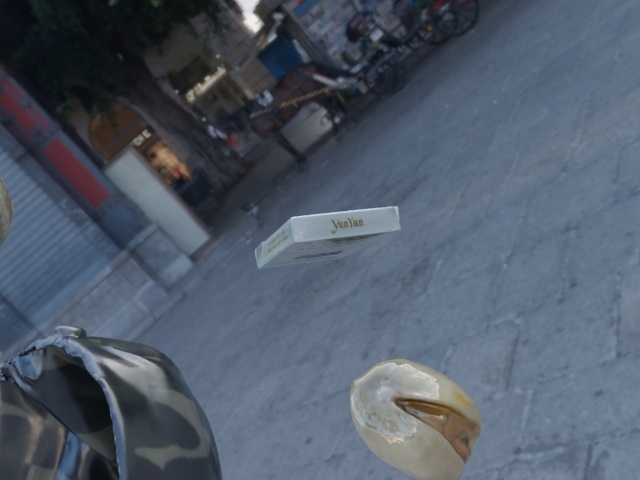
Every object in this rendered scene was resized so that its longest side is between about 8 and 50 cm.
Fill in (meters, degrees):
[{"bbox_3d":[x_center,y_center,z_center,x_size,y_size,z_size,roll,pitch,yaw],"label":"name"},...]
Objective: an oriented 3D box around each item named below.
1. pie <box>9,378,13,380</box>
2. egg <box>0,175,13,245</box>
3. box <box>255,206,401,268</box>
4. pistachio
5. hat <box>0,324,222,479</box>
[{"bbox_3d":[-0.716,0.334,1.601,0.154,0.036,0.154,-47,-1,-1],"label":"pie"},{"bbox_3d":[-0.653,-0.060,1.305,0.204,0.245,0.203,-6,55,9],"label":"egg"},{"bbox_3d":[0.000,0.000,0.658,0.090,0.024,0.167,-7,-7,-16],"label":"box"},{"bbox_3d":[0.201,0.380,1.576,0.230,0.309,0.230,-48,19,23],"label":"pistachio"},{"bbox_3d":[-0.122,0.246,0.667,0.366,0.382,0.257,16,79,45],"label":"hat"}]
